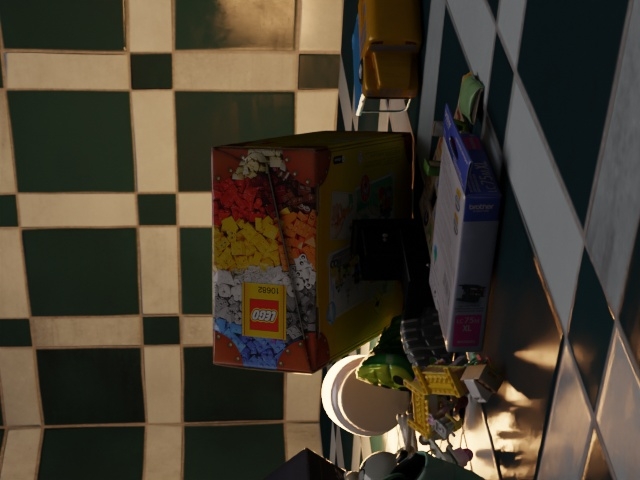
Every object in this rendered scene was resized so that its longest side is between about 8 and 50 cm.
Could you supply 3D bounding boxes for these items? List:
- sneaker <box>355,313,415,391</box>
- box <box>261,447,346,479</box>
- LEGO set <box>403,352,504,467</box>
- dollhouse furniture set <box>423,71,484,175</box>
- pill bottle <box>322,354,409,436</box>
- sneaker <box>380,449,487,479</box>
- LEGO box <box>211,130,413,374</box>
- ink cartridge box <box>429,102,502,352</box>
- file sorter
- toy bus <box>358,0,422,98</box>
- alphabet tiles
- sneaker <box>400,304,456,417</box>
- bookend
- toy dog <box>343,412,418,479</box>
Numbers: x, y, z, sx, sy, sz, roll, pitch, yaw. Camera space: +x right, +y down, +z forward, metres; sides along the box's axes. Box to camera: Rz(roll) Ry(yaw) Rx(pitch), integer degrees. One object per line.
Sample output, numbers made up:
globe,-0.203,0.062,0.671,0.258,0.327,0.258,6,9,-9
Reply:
sneaker,0.130,0.190,2.243,0.295,0.109,0.123,-13,-66,-81
box,0.036,0.590,2.217,0.179,0.312,0.343,-41,32,25
LEGO set,0.205,0.212,1.854,0.132,0.107,0.287,49,151,23
dollhouse furniture set,0.192,-0.171,1.892,0.076,0.058,0.152,-101,18,-66
pill bottle,0.092,0.312,2.598,0.283,0.160,0.160,133,137,-83
sneaker,0.107,0.402,1.794,0.256,0.151,0.094,-53,24,6
LEGO box,0.000,0.000,2.320,0.500,0.193,0.372,-18,-70,-66
ink cartridge box,0.205,-0.018,1.833,0.186,0.065,0.311,-98,7,-58
file sorter,0.121,-0.346,2.532,0.118,0.104,0.170,106,162,-72
toy bus,0.129,-0.436,2.422,0.130,0.108,0.333,109,161,-71
alphabet tiles,0.198,-0.086,2.023,0.198,0.009,0.237,-96,15,-50
sneaker,0.173,0.210,2.100,0.132,0.086,0.229,92,174,-54
bookend,0.134,0.040,2.112,0.156,0.157,0.072,-95,6,-48
toy dog,0.078,0.442,1.977,0.220,0.161,0.334,-74,-24,-65
